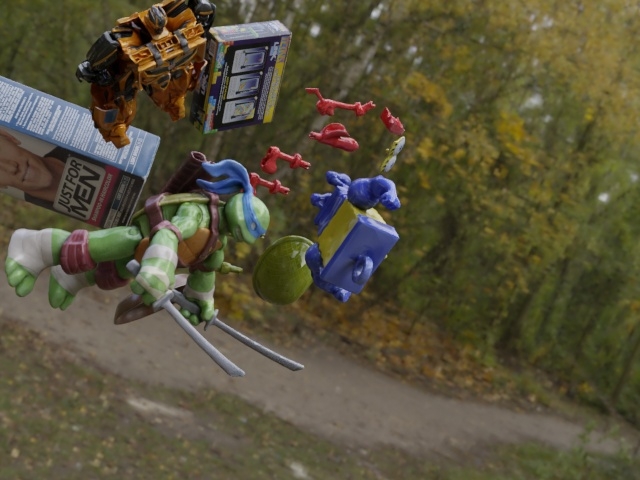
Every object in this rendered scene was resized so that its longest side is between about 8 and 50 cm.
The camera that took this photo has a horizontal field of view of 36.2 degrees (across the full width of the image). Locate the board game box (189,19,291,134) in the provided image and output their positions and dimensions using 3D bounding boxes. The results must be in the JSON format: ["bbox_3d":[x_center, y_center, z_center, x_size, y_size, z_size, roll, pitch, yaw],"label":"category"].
[{"bbox_3d":[-0.130,-0.262,1.568,0.141,0.170,0.048,-16,47,-36],"label":"board game box"}]

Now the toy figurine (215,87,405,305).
[{"bbox_3d":[0.000,0.000,1.350,0.191,0.362,0.217,21,27,-32],"label":"toy figurine"}]

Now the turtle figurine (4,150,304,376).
[{"bbox_3d":[-0.180,0.058,1.037,0.266,0.275,0.198,-6,16,14],"label":"turtle figurine"}]

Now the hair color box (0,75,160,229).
[{"bbox_3d":[-0.460,-0.147,1.621,0.347,0.105,0.174,21,-41,-12],"label":"hair color box"}]

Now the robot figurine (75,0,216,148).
[{"bbox_3d":[-0.237,-0.236,1.368,0.085,0.211,0.291,57,-22,5],"label":"robot figurine"}]

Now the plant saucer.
[{"bbox_3d":[-0.288,0.099,1.712,0.029,0.168,0.168,64,11,9],"label":"plant saucer"}]
